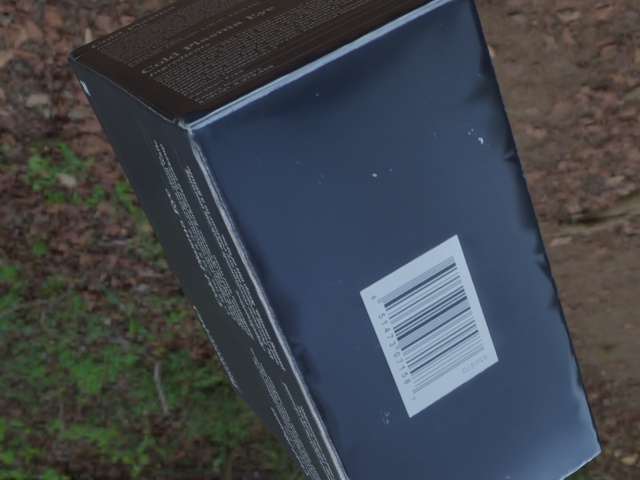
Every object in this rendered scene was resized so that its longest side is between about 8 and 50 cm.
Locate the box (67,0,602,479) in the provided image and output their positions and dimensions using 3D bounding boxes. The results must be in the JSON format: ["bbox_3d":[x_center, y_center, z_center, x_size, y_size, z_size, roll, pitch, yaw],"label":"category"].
[{"bbox_3d":[0.000,0.000,0.680,0.179,0.312,0.343,-30,118,-15],"label":"box"}]
